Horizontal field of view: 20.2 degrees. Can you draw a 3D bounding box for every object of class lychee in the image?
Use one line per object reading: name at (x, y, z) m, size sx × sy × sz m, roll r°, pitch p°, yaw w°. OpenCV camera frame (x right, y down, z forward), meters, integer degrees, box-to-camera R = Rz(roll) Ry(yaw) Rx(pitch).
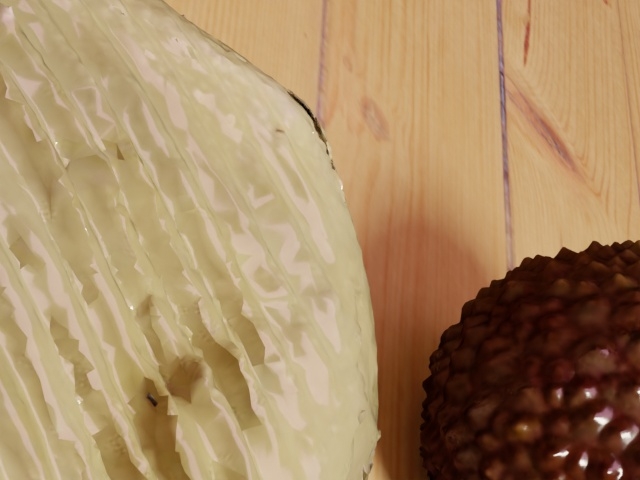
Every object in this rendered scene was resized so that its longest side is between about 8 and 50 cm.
lychee at (0.199, 0.120, 1.161) m, size 0.267 × 0.267 × 0.267 m, roll 41°, pitch 35°, yaw -37°

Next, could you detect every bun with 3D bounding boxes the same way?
bun at (-0.148, 0.054, 0.647) m, size 0.326 × 0.234 × 0.362 m, roll 45°, pitch 48°, yaw -20°
